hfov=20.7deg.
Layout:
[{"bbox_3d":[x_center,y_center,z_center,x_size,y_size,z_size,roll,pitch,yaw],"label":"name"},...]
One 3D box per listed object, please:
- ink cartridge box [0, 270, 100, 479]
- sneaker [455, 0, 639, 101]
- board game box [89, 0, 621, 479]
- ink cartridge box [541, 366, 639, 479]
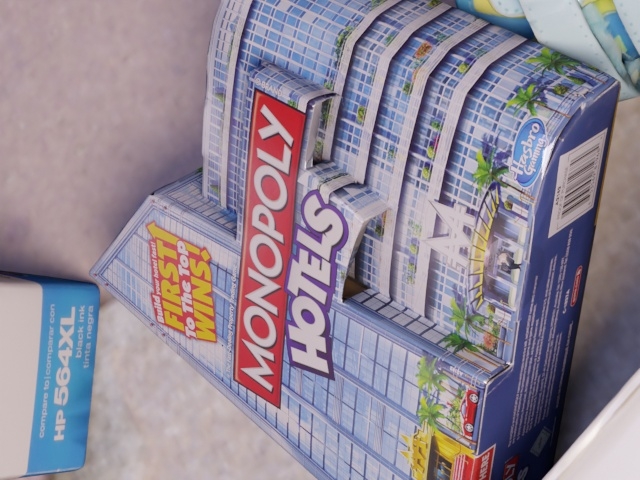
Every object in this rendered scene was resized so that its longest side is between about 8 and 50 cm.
[{"bbox_3d":[-0.204,0.047,0.687,0.148,0.203,0.086,7,89,25],"label":"ink cartridge box"},{"bbox_3d":[0.165,-0.069,0.569,0.208,0.127,0.319,-33,64,18],"label":"sneaker"},{"bbox_3d":[0.000,0.000,0.638,0.194,0.060,0.194,27,130,31],"label":"board game box"},{"bbox_3d":[0.193,0.152,0.542,0.273,0.114,0.197,43,104,20],"label":"ink cartridge box"}]
